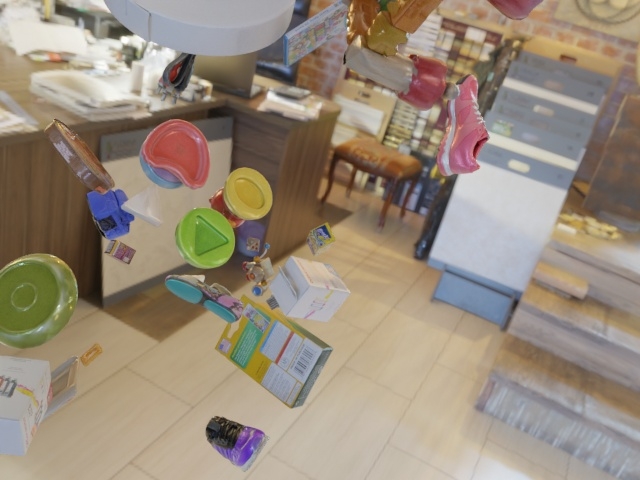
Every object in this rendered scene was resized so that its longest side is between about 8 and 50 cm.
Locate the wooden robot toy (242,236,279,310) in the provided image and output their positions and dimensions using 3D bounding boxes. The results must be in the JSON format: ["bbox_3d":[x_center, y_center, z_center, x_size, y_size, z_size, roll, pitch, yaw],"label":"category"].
[{"bbox_3d":[-0.143,0.081,1.399,0.076,0.174,0.079,-14,8,22],"label":"wooden robot toy"}]

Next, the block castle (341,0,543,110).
[{"bbox_3d":[0.192,-0.468,0.994,0.212,0.303,0.454,16,56,-26],"label":"block castle"}]

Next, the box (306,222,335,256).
[{"bbox_3d":[0.000,0.000,1.796,0.054,0.059,0.169,-25,-7,-10],"label":"box"}]

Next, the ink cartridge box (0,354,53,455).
[{"bbox_3d":[-0.695,0.367,1.396,0.127,0.128,0.176,9,34,-5],"label":"ink cartridge box"}]

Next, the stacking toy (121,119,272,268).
[{"bbox_3d":[-0.290,-0.084,1.371,0.309,0.130,0.280,39,55,-22],"label":"stacking toy"}]

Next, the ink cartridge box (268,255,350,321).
[{"bbox_3d":[-0.030,0.101,1.297,0.143,0.090,0.092,15,30,-44],"label":"ink cartridge box"}]

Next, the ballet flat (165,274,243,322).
[{"bbox_3d":[-0.303,0.139,1.657,0.221,0.077,0.079,30,45,-12],"label":"ballet flat"}]

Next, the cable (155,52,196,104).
[{"bbox_3d":[-0.396,-0.535,1.804,0.072,0.288,0.139,21,0,15],"label":"cable"}]

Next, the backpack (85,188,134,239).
[{"bbox_3d":[-0.521,-0.062,1.574,0.101,0.120,0.098,-16,54,-11],"label":"backpack"}]

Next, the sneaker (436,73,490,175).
[{"bbox_3d":[0.449,-0.340,1.867,0.136,0.314,0.115,10,-4,34],"label":"sneaker"}]

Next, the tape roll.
[{"bbox_3d":[-0.239,-0.516,1.245,0.391,0.072,0.392,8,53,-11],"label":"tape roll"}]

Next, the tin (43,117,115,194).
[{"bbox_3d":[-0.494,-0.170,1.281,0.190,0.040,0.106,49,-3,14],"label":"tin"}]

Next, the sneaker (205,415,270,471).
[{"bbox_3d":[-0.242,0.535,1.684,0.146,0.293,0.102,40,61,-5],"label":"sneaker"}]

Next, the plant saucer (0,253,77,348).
[{"bbox_3d":[-0.715,0.141,1.522,0.240,0.241,0.037,22,-15,14],"label":"plant saucer"}]

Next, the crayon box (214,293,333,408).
[{"bbox_3d":[-0.145,0.329,1.899,0.322,0.203,0.083,31,7,25],"label":"crayon box"}]

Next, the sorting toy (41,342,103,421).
[{"bbox_3d":[-0.718,0.418,1.688,0.047,0.347,0.196,54,-6,-26],"label":"sorting toy"}]

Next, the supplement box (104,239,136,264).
[{"bbox_3d":[-0.665,0.038,2.078,0.043,0.055,0.083,6,-23,42],"label":"supplement box"}]

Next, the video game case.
[{"bbox_3d":[-0.005,-0.431,1.287,0.015,0.166,0.119,53,-9,7],"label":"video game case"}]
